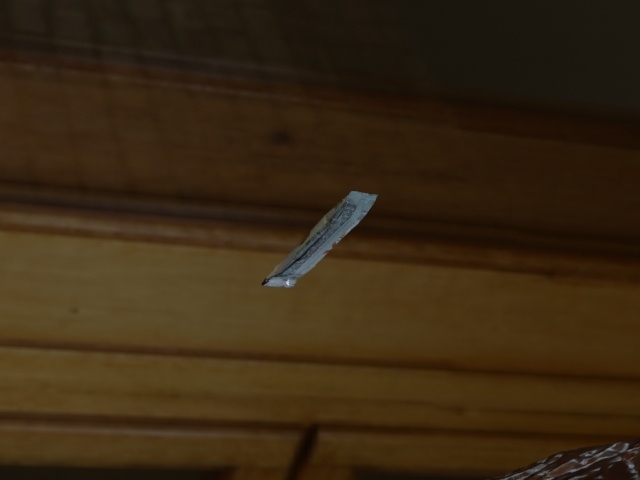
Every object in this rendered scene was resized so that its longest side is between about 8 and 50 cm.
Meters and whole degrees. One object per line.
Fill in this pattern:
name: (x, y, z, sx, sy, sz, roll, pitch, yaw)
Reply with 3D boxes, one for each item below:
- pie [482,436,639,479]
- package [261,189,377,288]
pie: (0.011, 0.104, 0.394, 0.204, 0.218, 0.054, -5, 73, -78)
package: (0.000, 0.000, 1.171, 0.110, 0.037, 0.015, -45, -116, 28)
